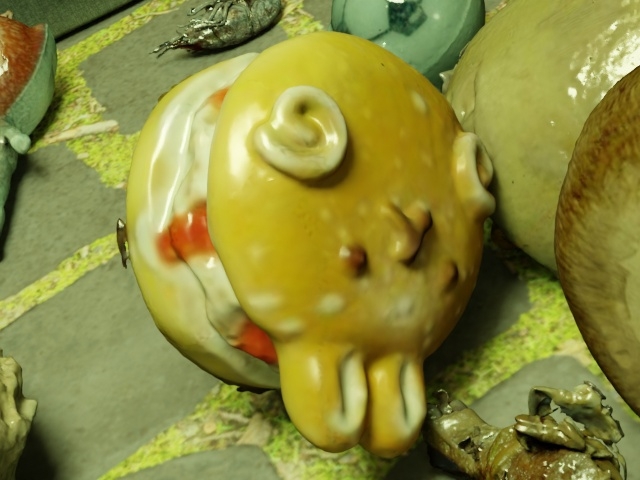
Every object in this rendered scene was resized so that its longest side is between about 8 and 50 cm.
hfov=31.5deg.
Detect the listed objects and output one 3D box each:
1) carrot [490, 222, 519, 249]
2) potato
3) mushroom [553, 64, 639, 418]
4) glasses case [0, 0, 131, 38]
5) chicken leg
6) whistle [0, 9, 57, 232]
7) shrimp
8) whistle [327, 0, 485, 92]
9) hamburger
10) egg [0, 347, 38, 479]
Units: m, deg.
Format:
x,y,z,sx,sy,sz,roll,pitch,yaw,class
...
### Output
x,y,z,sx,sy,sz,roll,pitch,yaw,class
0.181,-0.062,0.999,0.042,0.042,0.171,4,53,27,carrot
0.218,-0.133,0.862,0.211,0.264,0.189,37,45,3,potato
0.307,0.016,0.686,0.345,0.345,0.239,-9,16,16,mushroom
-0.357,-0.315,1.410,0.323,0.131,0.074,-26,35,-1,glasses case
0.142,0.155,0.765,0.080,0.125,0.196,-29,3,-21,chicken leg
-0.368,-0.130,1.251,0.142,0.134,0.346,-7,54,6,whistle
-0.122,-0.248,1.298,0.165,0.056,0.065,-16,59,-5,shrimp
0.099,-0.197,1.083,0.163,0.163,0.290,-30,45,-5,whistle
0.000,0.000,0.836,0.186,0.261,0.303,-4,67,49,hamburger
-0.358,0.159,0.876,0.279,0.279,0.310,-25,27,0,egg
